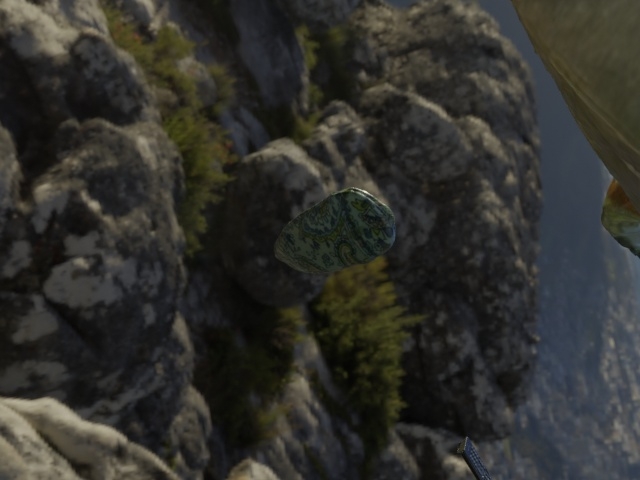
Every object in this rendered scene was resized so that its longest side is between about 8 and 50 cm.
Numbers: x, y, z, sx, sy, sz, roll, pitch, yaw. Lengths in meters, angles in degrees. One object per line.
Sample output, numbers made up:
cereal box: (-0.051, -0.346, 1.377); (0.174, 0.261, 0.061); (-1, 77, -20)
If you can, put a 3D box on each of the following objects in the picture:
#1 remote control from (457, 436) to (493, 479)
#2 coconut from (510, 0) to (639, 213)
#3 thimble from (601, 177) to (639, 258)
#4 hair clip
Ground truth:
remote control: (0.200, 0.293, 1.263); (0.091, 0.016, 0.034); (59, 27, -18)
coconut: (0.260, -0.149, 0.370); (0.415, 0.344, 0.416); (14, 90, -70)
thimble: (0.439, -0.043, 1.038); (0.288, 0.254, 0.167); (25, 83, -41)
hair clip: (-0.001, 0.002, 0.873); (0.066, 0.229, 0.036); (47, 67, -9)
